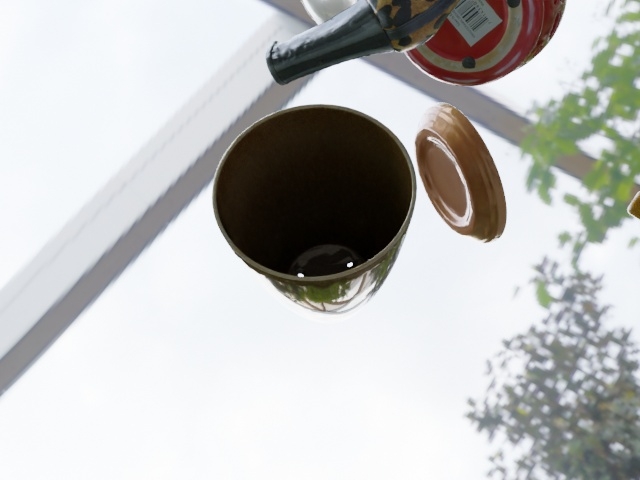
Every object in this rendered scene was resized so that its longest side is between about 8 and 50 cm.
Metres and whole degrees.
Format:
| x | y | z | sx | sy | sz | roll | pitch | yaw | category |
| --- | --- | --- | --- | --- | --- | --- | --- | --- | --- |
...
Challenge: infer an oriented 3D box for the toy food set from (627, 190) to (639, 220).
| x | y | z | sx | sy | sz | roll | pitch | yaw | category |
| --- | --- | --- | --- | --- | --- | --- | --- | --- | --- |
| 0.550 | -0.114 | 1.656 | 0.232 | 0.105 | 0.111 | -54 | -9 | -14 | toy food set |

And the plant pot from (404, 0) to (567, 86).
| x | y | z | sx | sy | sz | roll | pitch | yaw | category |
| --- | --- | --- | --- | --- | --- | --- | --- | --- | --- |
| 0.175 | -0.271 | 1.320 | 0.174 | 0.191 | 0.191 | -47 | -37 | -60 | plant pot |

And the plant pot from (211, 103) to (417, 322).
| x | y | z | sx | sy | sz | roll | pitch | yaw | category |
| --- | --- | --- | --- | --- | --- | --- | --- | --- | --- |
| 0.000 | 0.000 | 1.441 | 0.237 | 0.237 | 0.254 | -42 | -23 | -18 | plant pot |

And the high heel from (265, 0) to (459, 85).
| x | y | z | sx | sy | sz | roll | pitch | yaw | category |
| --- | --- | --- | --- | --- | --- | --- | --- | --- | --- |
| 0.057 | -0.254 | 1.068 | 0.093 | 0.186 | 0.261 | 52 | -145 | -36 | high heel |

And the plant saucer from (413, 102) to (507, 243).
| x | y | z | sx | sy | sz | roll | pitch | yaw | category |
| --- | --- | --- | --- | --- | --- | --- | --- | --- | --- |
| 0.178 | -0.084 | 1.540 | 0.037 | 0.200 | 0.200 | -23 | -56 | -15 | plant saucer |
